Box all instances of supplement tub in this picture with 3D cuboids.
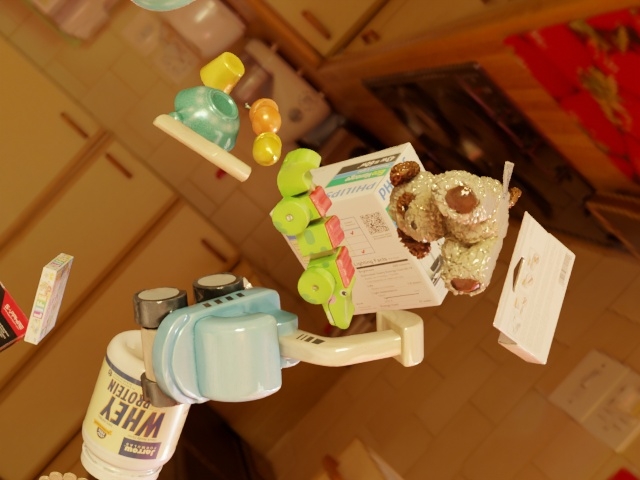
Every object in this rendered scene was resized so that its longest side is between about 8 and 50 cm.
[{"bbox_3d":[-0.444,0.410,2.148,0.235,0.325,0.235,19,-166,-5],"label":"supplement tub"}]

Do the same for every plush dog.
[{"bbox_3d":[0.229,-0.059,1.625,0.225,0.210,0.262,14,133,30],"label":"plush dog"}]

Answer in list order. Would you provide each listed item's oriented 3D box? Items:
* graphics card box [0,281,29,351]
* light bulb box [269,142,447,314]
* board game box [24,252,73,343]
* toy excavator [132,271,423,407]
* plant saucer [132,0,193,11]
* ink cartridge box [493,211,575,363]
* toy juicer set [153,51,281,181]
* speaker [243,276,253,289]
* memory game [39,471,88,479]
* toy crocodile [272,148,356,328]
[{"bbox_3d":[-0.825,0.196,1.832,0.233,0.371,0.094,55,138,-2],"label":"graphics card box"},{"bbox_3d":[0.130,-0.017,2.278,0.357,0.225,0.361,-11,121,40],"label":"light bulb box"},{"bbox_3d":[-0.522,0.110,1.692,0.026,0.154,0.103,19,-166,-3],"label":"board game box"},{"bbox_3d":[-0.084,0.207,1.703,0.433,0.222,0.445,-14,-161,-42],"label":"toy excavator"},{"bbox_3d":[-0.312,-0.640,1.857,0.043,0.317,0.317,41,178,27],"label":"plant saucer"},{"bbox_3d":[0.497,0.115,2.123,0.066,0.296,0.261,2,156,46],"label":"ink cartridge box"},{"bbox_3d":[-0.172,-0.189,1.552,0.209,0.089,0.329,45,-148,-14],"label":"toy juicer set"},{"bbox_3d":[-0.225,0.153,2.194,0.055,0.136,0.055,51,176,5],"label":"speaker"},{"bbox_3d":[-0.688,0.692,2.397,0.186,0.186,0.012,43,-150,-24],"label":"memory game"},{"bbox_3d":[0.000,0.000,1.572,0.115,0.105,0.341,-56,-50,-63],"label":"toy crocodile"}]
